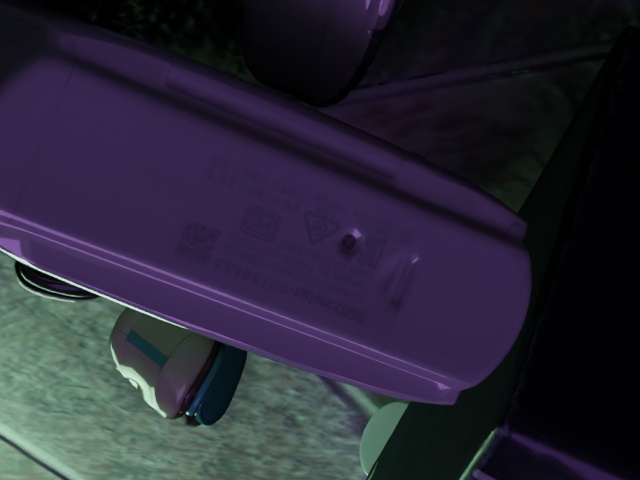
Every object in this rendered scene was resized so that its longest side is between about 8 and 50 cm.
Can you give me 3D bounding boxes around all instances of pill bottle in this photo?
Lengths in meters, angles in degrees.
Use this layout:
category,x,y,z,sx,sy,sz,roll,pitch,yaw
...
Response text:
category,x,y,z,sx,sy,sz,roll,pitch,yaw
pill bottle,0.098,0.174,1.488,0.078,0.078,0.137,-21,146,38

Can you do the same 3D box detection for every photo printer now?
category,x,y,z,sx,sy,sz,roll,pitch,yaw
photo printer,-0.074,-0.033,0.912,0.256,0.107,0.307,21,-177,-24

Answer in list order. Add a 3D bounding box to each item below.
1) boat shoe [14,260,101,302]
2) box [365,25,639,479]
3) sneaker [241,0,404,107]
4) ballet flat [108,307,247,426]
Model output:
category,x,y,z,sx,sy,sz,roll,pitch,yaw
boat shoe,-0.124,0.011,1.202,0.133,0.049,0.042,0,159,-14
box,0.266,0.210,1.077,0.471,0.297,0.480,25,139,1
sneaker,-0.008,-0.165,0.811,0.129,0.111,0.297,18,149,2
ballet flat,-0.097,0.075,1.271,0.086,0.086,0.248,1,172,1
